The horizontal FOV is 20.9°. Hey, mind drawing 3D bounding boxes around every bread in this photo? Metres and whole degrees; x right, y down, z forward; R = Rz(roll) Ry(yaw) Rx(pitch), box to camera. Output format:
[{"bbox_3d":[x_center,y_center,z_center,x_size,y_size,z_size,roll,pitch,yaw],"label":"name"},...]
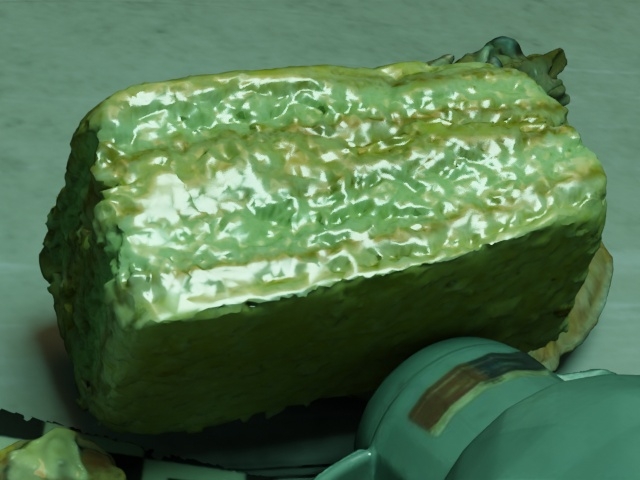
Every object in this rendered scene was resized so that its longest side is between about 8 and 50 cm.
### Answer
[{"bbox_3d":[0.000,0.000,0.651,0.196,0.138,0.102,-10,68,-16],"label":"bread"}]

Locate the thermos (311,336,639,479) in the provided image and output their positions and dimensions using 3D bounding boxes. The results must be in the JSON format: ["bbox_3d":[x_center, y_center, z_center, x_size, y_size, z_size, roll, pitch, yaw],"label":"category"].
[{"bbox_3d":[0.096,0.125,0.534,0.182,0.145,0.286,-17,29,-25],"label":"thermos"}]

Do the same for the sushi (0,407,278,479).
[{"bbox_3d":[-0.091,0.113,0.577,0.193,0.040,0.210,14,31,1],"label":"sushi"}]

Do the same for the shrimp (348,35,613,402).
[{"bbox_3d":[0.073,-0.019,0.830,0.168,0.077,0.317,32,41,14],"label":"shrimp"}]
